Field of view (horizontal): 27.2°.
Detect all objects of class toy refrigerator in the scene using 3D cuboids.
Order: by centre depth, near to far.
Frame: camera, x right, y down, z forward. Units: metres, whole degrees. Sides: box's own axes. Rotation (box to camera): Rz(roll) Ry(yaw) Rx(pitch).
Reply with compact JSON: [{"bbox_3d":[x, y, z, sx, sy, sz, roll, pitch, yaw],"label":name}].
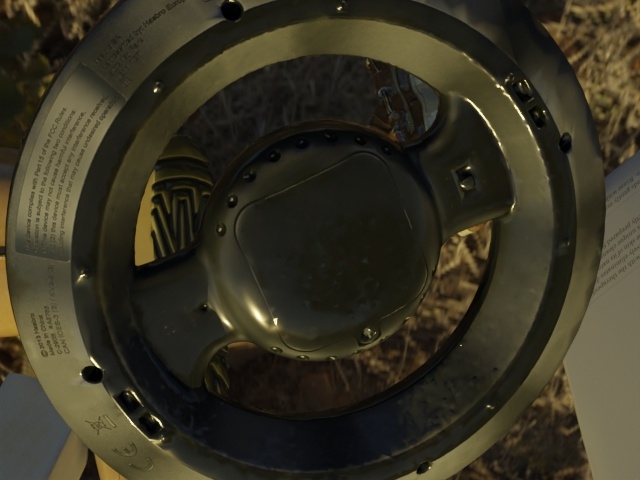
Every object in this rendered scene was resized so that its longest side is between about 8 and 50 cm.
[{"bbox_3d":[-0.300,0.251,1.216,0.094,0.102,0.269,12,37,5],"label":"toy refrigerator"}]

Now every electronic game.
[{"bbox_3d":[0.000,0.000,0.492,0.229,0.048,0.229,-5,107,-15],"label":"electronic game"}]

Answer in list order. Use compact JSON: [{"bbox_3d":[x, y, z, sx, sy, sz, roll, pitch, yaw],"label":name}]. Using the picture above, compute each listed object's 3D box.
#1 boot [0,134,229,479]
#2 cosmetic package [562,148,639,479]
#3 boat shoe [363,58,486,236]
[{"bbox_3d":[-0.189,0.051,0.806,0.269,0.089,0.236,-3,81,29],"label":"boot"},{"bbox_3d":[0.288,0.109,0.892,0.155,0.197,0.365,19,46,-32],"label":"cosmetic package"},{"bbox_3d":[0.080,-0.086,1.110,0.095,0.095,0.257,-24,36,19],"label":"boat shoe"}]
